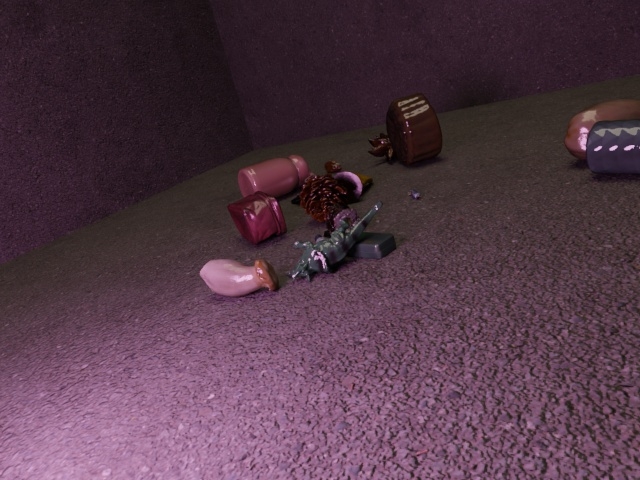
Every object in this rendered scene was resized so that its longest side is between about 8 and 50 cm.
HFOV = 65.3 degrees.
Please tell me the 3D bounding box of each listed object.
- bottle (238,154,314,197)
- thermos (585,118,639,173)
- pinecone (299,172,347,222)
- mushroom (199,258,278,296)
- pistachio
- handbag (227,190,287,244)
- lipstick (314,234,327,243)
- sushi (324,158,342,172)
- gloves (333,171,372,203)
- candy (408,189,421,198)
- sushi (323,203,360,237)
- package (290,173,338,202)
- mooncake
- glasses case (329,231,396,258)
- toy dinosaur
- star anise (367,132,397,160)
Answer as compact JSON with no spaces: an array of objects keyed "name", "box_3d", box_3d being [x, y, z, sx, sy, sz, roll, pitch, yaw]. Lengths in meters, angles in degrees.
[{"name":"bottle","box_3d":[-0.183,-0.260,2.160,0.296,0.173,0.206,-23,51,-29]},{"name":"thermos","box_3d":[0.859,-0.250,1.282,0.286,0.145,0.182,8,50,46]},{"name":"pinecone","box_3d":[0.013,-0.134,1.635,0.173,0.174,0.173,-14,18,5]},{"name":"mushroom","box_3d":[-0.202,0.089,1.226,0.212,0.097,0.088,-4,11,30]},{"name":"pistachio","box_3d":[0.872,-0.324,1.485,0.287,0.166,0.197,-10,43,2]},{"name":"handbag","box_3d":[-0.206,-0.077,1.642,0.135,0.146,0.225,-25,18,-19]},{"name":"lipstick","box_3d":[0.000,0.000,1.427,0.037,0.037,0.116,-17,14,-4]},{"name":"sushi","box_3d":[0.061,-0.355,2.401,0.060,0.062,0.118,-16,36,-29]},{"name":"gloves","box_3d":[0.120,-0.216,1.906,0.133,0.116,0.294,17,15,8]},{"name":"candy","box_3d":[0.310,-0.153,1.648,0.030,0.020,0.083,-15,20,1]},{"name":"sushi","box_3d":[0.060,-0.052,1.443,0.098,0.094,0.084,-15,20,-16]},{"name":"package","box_3d":[-0.024,-0.205,1.974,0.171,0.027,0.173,-28,-1,-23]},{"name":"mooncake","box_3d":[0.384,-0.467,2.105,0.161,0.290,0.290,-20,18,-4]},{"name":"glasses case","box_3d":[0.102,0.010,1.302,0.184,0.039,0.077,4,26,45]},{"name":"toy dinosaur","box_3d":[0.033,0.002,1.256,0.292,0.079,0.120,-45,41,-20]},{"name":"star anise","box_3d":[0.339,-0.419,2.319,0.271,0.103,0.272,-1,44,1]}]
